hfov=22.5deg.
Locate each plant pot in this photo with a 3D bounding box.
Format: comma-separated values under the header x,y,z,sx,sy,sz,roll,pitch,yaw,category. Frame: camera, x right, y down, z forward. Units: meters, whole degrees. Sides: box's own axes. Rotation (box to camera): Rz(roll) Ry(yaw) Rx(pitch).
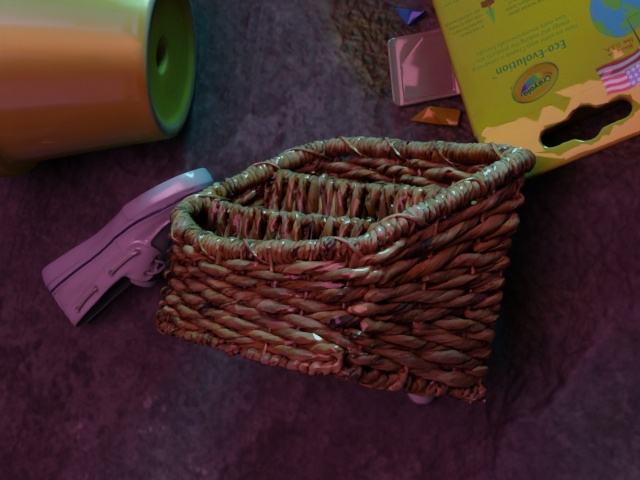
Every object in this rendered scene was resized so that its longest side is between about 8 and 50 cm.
x,y,z,sx,sy,sz,roll,pitch,yaw,category
-0.258,-0.185,1.577,0.239,0.254,0.254,3,85,13,plant pot

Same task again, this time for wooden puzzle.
x,y,z,sx,sy,sz,roll,pitch,yaw,category
0.101,-0.162,1.507,0.078,0.014,0.116,-1,83,23,wooden puzzle

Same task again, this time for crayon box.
x,y,z,sx,sy,sz,roll,pitch,yaw,category
0.204,-0.217,1.420,0.202,0.081,0.318,-21,74,24,crayon box

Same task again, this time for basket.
x,y,z,sx,sy,sz,roll,pitch,yaw,category
0.000,0.000,1.379,0.299,0.213,0.223,11,89,54,basket

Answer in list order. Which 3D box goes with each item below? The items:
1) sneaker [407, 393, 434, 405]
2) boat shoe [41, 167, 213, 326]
x,y,z,sx,sy,sz,roll,pitch,yaw,category
0.110,0.076,1.450,0.061,0.053,0.152,9,88,25,sneaker
-0.179,0.010,1.603,0.226,0.083,0.076,-34,81,32,boat shoe
